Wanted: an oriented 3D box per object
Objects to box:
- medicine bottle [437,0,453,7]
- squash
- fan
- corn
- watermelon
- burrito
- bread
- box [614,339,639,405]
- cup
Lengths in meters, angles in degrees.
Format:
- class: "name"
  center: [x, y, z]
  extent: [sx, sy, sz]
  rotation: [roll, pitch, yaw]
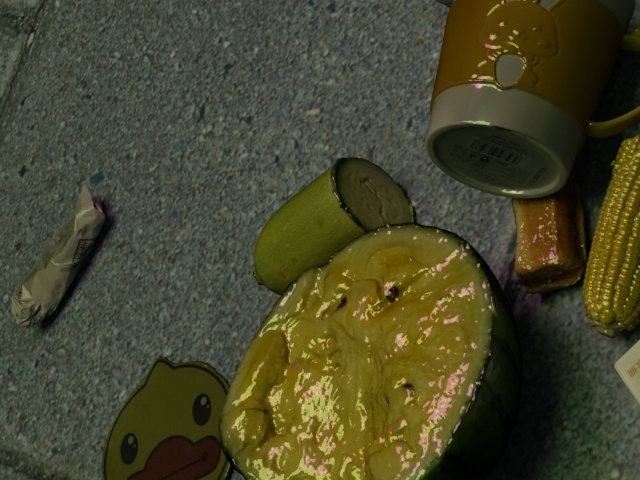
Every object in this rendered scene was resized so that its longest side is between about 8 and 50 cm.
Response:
- class: "medicine bottle"
  center: [0.133, -0.301, 1.948]
  extent: [0.058, 0.091, 0.058]
  rotation: [-19, 60, 37]
- class: "squash"
  center: [0.000, 0.000, 1.929]
  extent: [0.187, 0.123, 0.123]
  rotation: [-38, 50, 29]
- class: "fan"
  center: [-0.174, 0.282, 2.046]
  extent: [0.229, 0.011, 0.335]
  rotation: [-32, 53, 30]
- class: "corn"
  center: [0.298, -0.006, 1.681]
  extent: [0.067, 0.067, 0.206]
  rotation: [1, 73, 44]
- class: "watermelon"
  center: [0.076, 0.157, 1.742]
  extent: [0.331, 0.189, 0.330]
  rotation: [-21, 47, 25]
- class: "burrito"
  center: [-0.342, 0.026, 2.285]
  extent: [0.064, 0.064, 0.203]
  rotation: [39, 99, 45]
- class: "bread"
  center: [0.230, -0.014, 1.760]
  extent: [0.074, 0.053, 0.132]
  rotation: [-24, 55, 35]
- class: "box"
  center: [0.364, 0.156, 1.573]
  extent: [0.122, 0.032, 0.220]
  rotation: [-47, 47, 19]
- class: "cup"
  center: [0.228, -0.166, 1.725]
  extent: [0.241, 0.185, 0.226]
  rotation: [12, 66, 16]
